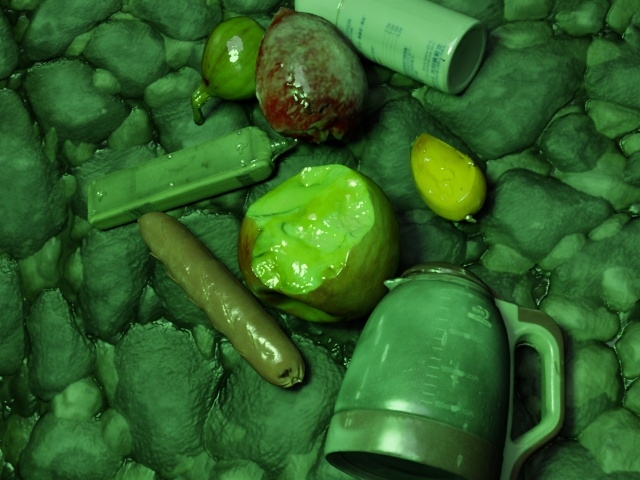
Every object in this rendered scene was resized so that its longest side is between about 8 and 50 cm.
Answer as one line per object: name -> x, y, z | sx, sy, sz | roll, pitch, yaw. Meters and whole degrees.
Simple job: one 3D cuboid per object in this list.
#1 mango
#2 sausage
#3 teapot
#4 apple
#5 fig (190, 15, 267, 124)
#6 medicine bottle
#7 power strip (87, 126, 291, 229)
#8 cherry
mango -> 0.198, -0.098, 1.500 | 0.101, 0.066, 0.187 | -41, 56, 8
sausage -> -0.172, 0.080, 1.541 | 0.088, 0.088, 0.433 | -46, 61, -4
teapot -> 0.192, 0.192, 1.311 | 0.315, 0.233, 0.312 | 19, 67, -6
apple -> 0.000, 0.000, 1.421 | 0.246, 0.246, 0.226 | 12, 71, 23
fig -> -0.161, -0.307, 1.666 | 0.186, 0.148, 0.142 | -31, 103, -12
medicine bottle -> 0.104, -0.365, 1.607 | 0.341, 0.130, 0.130 | 28, 79, 27
power strip -> -0.231, -0.111, 1.657 | 0.387, 0.066, 0.092 | -17, 62, 14
cherry -> -0.022, -0.273, 1.566 | 0.192, 0.175, 0.249 | -15, 79, -22
